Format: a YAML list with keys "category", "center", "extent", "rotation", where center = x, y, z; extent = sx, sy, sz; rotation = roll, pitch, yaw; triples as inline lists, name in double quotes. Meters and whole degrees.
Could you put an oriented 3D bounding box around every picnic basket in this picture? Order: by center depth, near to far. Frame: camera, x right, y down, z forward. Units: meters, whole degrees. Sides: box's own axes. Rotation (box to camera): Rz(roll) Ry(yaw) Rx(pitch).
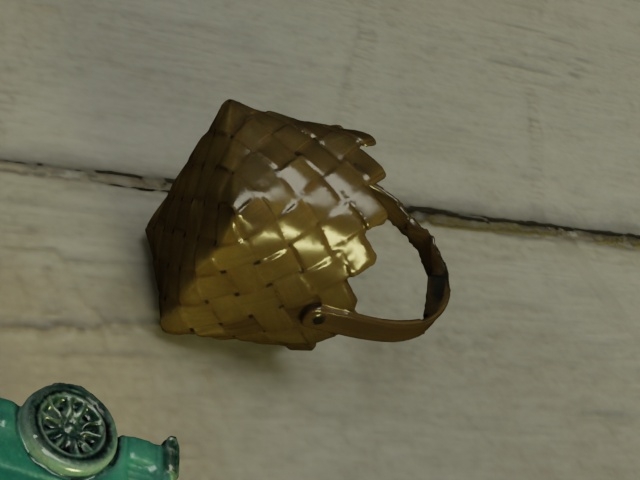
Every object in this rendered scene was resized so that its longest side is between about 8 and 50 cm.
- category: "picnic basket"
  center: [0.000, 0.000, 0.946]
  extent: [0.178, 0.138, 0.128]
  rotation: [15, 46, -24]

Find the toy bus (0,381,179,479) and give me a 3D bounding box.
- category: "toy bus"
  center: [-0.198, 0.127, 0.670]
  extent: [0.256, 0.128, 0.147]
  rotation: [20, 42, -24]
